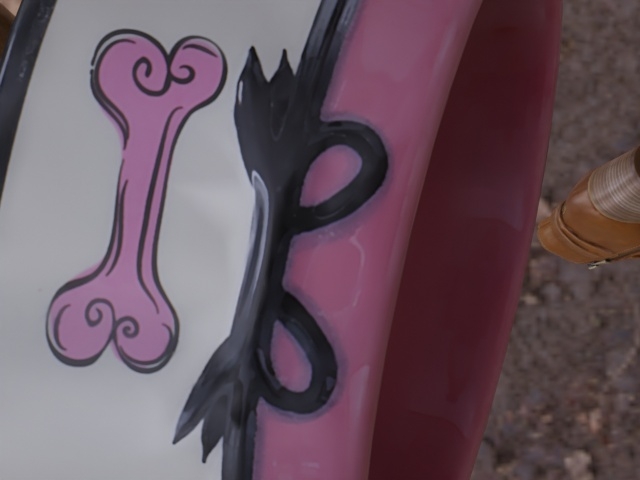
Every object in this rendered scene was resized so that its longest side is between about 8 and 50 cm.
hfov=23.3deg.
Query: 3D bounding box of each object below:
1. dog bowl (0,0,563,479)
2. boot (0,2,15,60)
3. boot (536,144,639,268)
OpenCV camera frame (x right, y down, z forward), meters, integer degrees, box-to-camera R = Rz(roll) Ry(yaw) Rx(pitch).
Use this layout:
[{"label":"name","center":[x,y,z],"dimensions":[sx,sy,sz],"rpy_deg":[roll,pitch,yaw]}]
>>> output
[{"label":"dog bowl","center":[0.000,0.000,0.701],"dimensions":[0.150,0.408,0.408],"rpy_deg":[13,102,15]},{"label":"boot","center":[-0.233,-0.157,0.802],"dimensions":[0.115,0.305,0.112],"rpy_deg":[-50,21,18]},{"label":"boot","center":[0.276,-0.010,1.185],"dimensions":[0.152,0.197,0.073],"rpy_deg":[136,151,-60]}]
